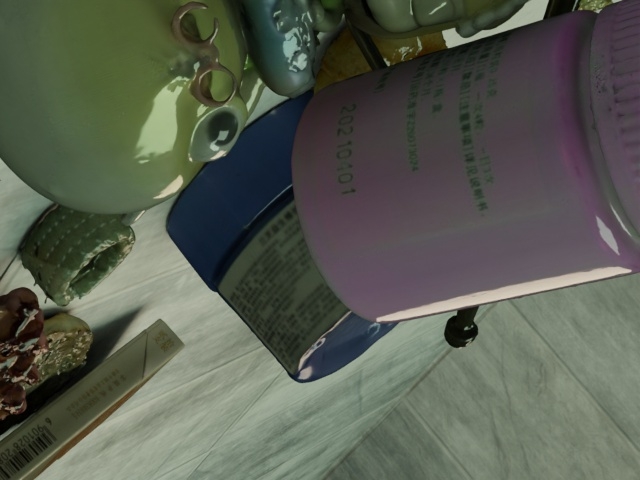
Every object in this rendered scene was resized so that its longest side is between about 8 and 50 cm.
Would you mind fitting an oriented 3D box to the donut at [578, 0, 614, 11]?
[{"bbox_3d":[0.326,-0.311,1.889,0.166,0.065,0.108,-27,-157,-19],"label":"donut"}]

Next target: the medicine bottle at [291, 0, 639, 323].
[{"bbox_3d":[0.144,-0.054,1.093,0.291,0.178,0.178,-15,180,30],"label":"medicine bottle"}]

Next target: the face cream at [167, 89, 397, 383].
[{"bbox_3d":[0.000,0.000,1.729,0.249,0.225,0.249,-36,166,-11],"label":"face cream"}]

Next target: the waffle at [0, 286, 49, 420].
[{"bbox_3d":[-0.348,0.128,1.506,0.221,0.055,0.234,-24,153,-28],"label":"waffle"}]

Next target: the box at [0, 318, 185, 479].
[{"bbox_3d":[-0.314,0.228,1.820,0.204,0.051,0.365,-43,178,40],"label":"box"}]

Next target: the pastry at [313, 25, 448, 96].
[{"bbox_3d":[0.060,-0.174,1.629,0.153,0.081,0.153,-35,166,-10],"label":"pastry"}]

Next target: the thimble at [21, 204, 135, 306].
[{"bbox_3d":[-0.222,0.007,1.496,0.110,0.062,0.084,-46,165,21],"label":"thimble"}]

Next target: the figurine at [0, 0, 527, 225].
[{"bbox_3d":[-0.037,-0.169,1.069,0.394,0.226,0.274,-19,-154,-2],"label":"figurine"}]

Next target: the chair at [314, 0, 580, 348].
[{"bbox_3d":[0.211,-0.213,1.319,0.365,0.362,0.410,-18,149,-15],"label":"chair"}]

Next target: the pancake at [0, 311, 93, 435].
[{"bbox_3d":[-0.354,0.172,1.700,0.282,0.049,0.282,-38,167,-11],"label":"pancake"}]
